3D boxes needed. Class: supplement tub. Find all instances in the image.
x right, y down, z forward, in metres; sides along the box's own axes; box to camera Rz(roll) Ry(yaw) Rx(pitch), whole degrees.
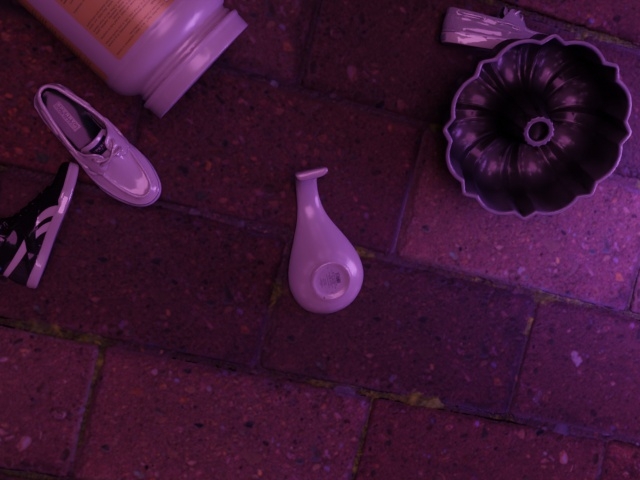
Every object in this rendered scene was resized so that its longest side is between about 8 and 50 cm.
[{"bbox_3d":[-0.299,-0.375,1.289,0.331,0.241,0.241,43,85,-13],"label":"supplement tub"}]

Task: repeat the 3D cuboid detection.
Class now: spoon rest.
[{"bbox_3d":[0.000,0.000,1.485,0.137,0.084,0.276,-13,111,-10],"label":"spoon rest"}]

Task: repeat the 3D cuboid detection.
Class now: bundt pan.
[{"bbox_3d":[0.362,-0.210,1.484,0.330,0.124,0.331,-3,116,-6],"label":"bundt pan"}]

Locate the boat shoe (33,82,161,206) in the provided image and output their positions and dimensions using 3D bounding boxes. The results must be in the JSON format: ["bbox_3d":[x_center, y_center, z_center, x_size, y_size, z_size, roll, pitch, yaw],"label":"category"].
[{"bbox_3d":[-0.364,-0.150,1.373,0.258,0.084,0.095,41,85,-13],"label":"boat shoe"}]

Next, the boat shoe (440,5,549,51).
[{"bbox_3d":[0.329,-0.379,1.517,0.227,0.079,0.081,4,98,-10],"label":"boat shoe"}]

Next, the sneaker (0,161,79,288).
[{"bbox_3d":[-0.477,-0.040,1.358,0.121,0.079,0.217,21,91,-15],"label":"sneaker"}]
